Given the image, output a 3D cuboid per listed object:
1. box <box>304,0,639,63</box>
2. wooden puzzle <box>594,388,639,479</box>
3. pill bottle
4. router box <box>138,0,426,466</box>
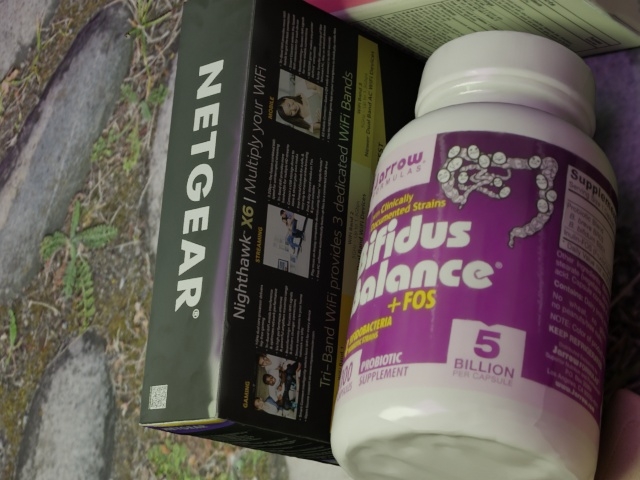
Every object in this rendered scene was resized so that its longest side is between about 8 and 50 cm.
[{"bbox_3d":[0.113,-0.208,1.065,0.232,0.148,0.127,-6,71,43],"label":"box"},{"bbox_3d":[0.218,0.285,0.812,0.348,0.080,0.322,29,97,63],"label":"wooden puzzle"},{"bbox_3d":[0.110,0.016,0.959,0.169,0.169,0.301,-17,51,40],"label":"pill bottle"},{"bbox_3d":[0.000,0.000,1.037,0.081,0.243,0.309,-10,68,42],"label":"router box"}]
